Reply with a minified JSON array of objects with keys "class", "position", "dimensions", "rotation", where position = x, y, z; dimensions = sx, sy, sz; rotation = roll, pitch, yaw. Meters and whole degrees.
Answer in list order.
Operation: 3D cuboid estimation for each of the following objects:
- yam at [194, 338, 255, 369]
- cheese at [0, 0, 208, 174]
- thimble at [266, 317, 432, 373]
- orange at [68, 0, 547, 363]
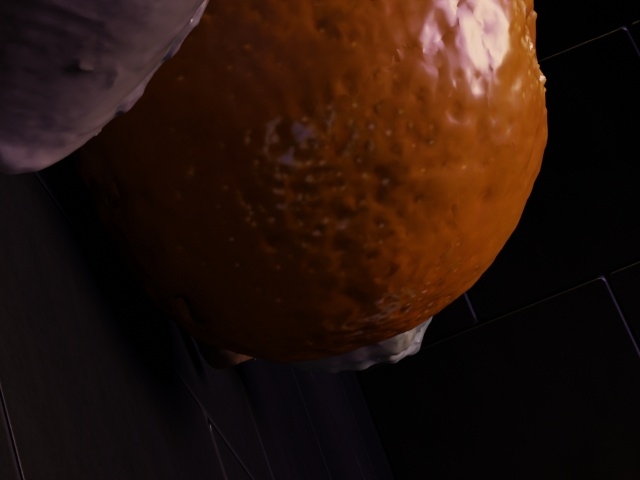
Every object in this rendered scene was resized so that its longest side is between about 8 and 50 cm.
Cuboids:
[{"class":"yam","position":[-0.104,-0.020,1.309],"dimensions":[0.057,0.057,0.241],"rotation":[-68,134,-87]},{"class":"cheese","position":[-0.117,-0.150,0.745],"dimensions":[0.154,0.189,0.198],"rotation":[19,39,-43]},{"class":"thimble","position":[0.000,0.000,1.585],"dimensions":[0.250,0.205,0.172],"rotation":[47,-23,42]},{"class":"orange","position":[-0.004,-0.100,1.153],"dimensions":[0.340,0.293,0.340],"rotation":[-20,90,-81]}]
